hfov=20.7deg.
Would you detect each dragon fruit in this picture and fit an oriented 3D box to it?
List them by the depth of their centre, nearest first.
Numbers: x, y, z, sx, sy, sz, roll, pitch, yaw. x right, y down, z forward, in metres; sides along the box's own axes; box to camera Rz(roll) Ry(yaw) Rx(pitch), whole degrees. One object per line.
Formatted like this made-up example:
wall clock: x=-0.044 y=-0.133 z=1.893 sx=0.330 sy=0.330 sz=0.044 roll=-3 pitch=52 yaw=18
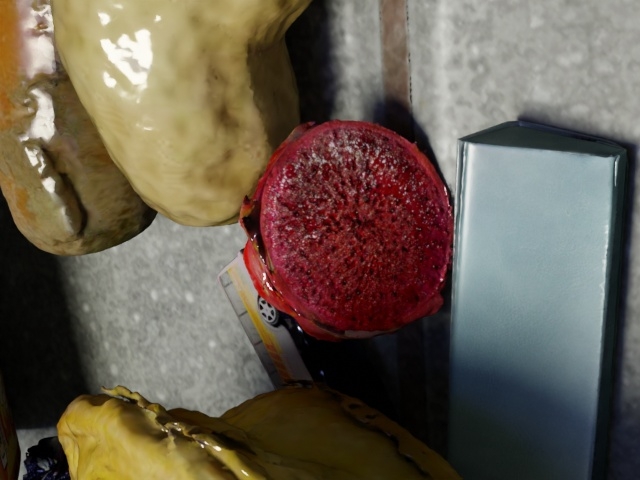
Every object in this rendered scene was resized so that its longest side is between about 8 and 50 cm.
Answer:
dragon fruit: x=0.000 y=0.000 z=1.178 sx=0.111 sy=0.153 sz=0.153 roll=-25 pitch=88 yaw=62

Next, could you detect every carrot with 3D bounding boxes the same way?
carrot: x=-0.186 y=-0.141 z=1.295 sx=0.138 sy=0.138 sz=0.302 roll=9 pitch=104 yaw=40

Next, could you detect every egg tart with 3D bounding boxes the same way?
egg tart: x=0.015 y=0.234 z=1.134 sx=0.443 sy=0.178 sz=0.443 roll=39 pitch=160 yaw=17

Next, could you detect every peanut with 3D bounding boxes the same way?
peanut: x=-0.082 y=-0.185 z=1.154 sx=0.192 sy=0.169 sz=0.387 roll=5 pitch=119 yaw=4

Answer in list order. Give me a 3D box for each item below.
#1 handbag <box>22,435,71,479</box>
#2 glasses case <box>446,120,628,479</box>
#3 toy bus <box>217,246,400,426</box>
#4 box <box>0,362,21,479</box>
handbag: x=-0.162 y=0.249 z=1.416 sx=0.228 sy=0.126 sz=0.208 roll=-11 pitch=99 yaw=52
glasses case: x=0.139 y=0.059 z=1.130 sx=0.105 sy=0.056 sz=0.266 roll=6 pitch=112 yaw=15
toy bus: x=-0.009 y=0.080 z=1.261 sx=0.072 sy=0.057 sz=0.172 roll=-36 pitch=81 yaw=53
box: x=-0.377 y=0.080 z=1.427 sx=0.259 sy=0.213 sz=0.284 roll=-143 pitch=39 yaw=-76
